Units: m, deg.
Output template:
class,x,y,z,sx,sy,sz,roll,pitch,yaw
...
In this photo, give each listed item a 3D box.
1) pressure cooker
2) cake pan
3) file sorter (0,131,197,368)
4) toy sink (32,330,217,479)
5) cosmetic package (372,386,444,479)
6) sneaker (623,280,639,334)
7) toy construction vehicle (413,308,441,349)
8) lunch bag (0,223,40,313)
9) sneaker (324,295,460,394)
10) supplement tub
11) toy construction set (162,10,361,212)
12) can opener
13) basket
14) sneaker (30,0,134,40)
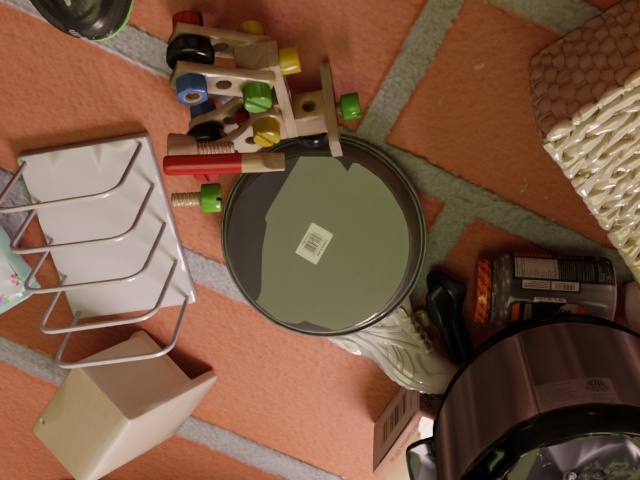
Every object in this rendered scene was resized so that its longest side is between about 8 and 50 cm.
class,x,y,z,sx,sy,sz,roll,pitch,yaw
pressure cooker,0.334,0.294,1.511,0.370,0.420,0.375,28,108,-7
cake pan,0.000,0.000,1.620,0.293,0.054,0.293,2,101,8
file sorter,-0.313,0.021,1.641,0.193,0.173,0.277,-8,119,10
toy sink,-0.294,0.240,1.774,0.131,0.234,0.153,45,119,13
cosmetic package,0.242,0.331,1.798,0.296,0.129,0.153,24,118,-10
sneaker,0.561,0.196,1.693,0.148,0.131,0.350,-19,116,20
toy construction vehicle,0.123,0.141,1.759,0.098,0.035,0.085,-20,105,12
lunch bag,-0.554,0.016,1.668,0.262,0.160,0.223,-16,116,20
sneaker,0.115,0.135,1.693,0.232,0.090,0.115,29,105,-4
supplement tub,0.313,0.076,1.654,0.190,0.117,0.117,3,120,4
toy construction set,-0.065,-0.162,1.458,0.237,0.308,0.257,-2,128,0
can opener,0.189,0.120,1.725,0.073,0.059,0.186,-39,132,-21
basket,0.450,-0.157,1.397,0.328,0.331,0.266,-34,106,21
sneaker,-0.322,-0.454,1.351,0.185,0.202,0.482,-2,119,7
